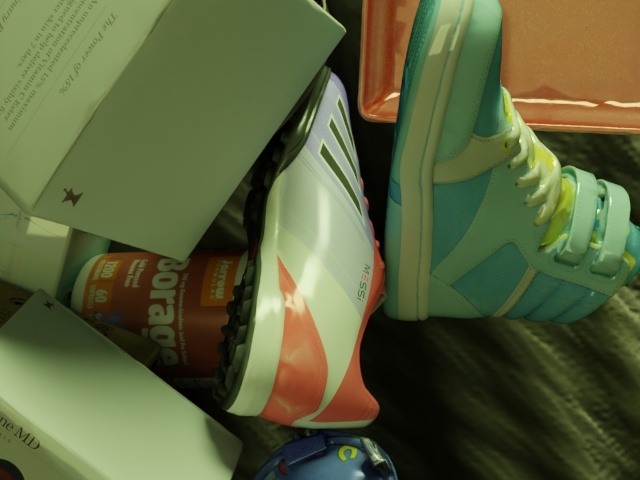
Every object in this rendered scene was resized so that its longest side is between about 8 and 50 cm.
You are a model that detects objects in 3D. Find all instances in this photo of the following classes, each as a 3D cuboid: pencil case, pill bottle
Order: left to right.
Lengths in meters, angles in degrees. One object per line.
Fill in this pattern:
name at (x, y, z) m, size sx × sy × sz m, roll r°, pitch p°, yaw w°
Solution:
pill bottle at (-0.095, 0.067, 0.910) m, size 0.216 × 0.121 × 0.121 m, roll -3°, pitch 100°, yaw 11°
pencil case at (0.033, 0.247, 0.839) m, size 0.120 × 0.306 × 0.133 m, roll -14°, pitch 57°, yaw 10°

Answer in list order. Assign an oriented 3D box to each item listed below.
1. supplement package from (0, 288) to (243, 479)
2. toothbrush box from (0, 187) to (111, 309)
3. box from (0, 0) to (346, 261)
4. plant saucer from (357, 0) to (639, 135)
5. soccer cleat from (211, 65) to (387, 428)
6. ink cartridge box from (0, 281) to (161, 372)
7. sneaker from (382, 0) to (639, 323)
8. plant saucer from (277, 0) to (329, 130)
supplement package at (-0.197, 0.185, 0.726) m, size 0.194 × 0.149 × 0.203 m, roll 38°, pitch 105°, yaw -6°
toothbrush box at (-0.320, 0.032, 0.943) m, size 0.217 × 0.126 × 0.295 m, roll 18°, pitch 104°, yaw 5°
box at (-0.191, -0.177, 0.779) m, size 0.345 × 0.168 × 0.215 m, roll 41°, pitch 99°, yaw 30°
plant saucer at (0.165, -0.220, 0.843) m, size 0.259 × 0.048 × 0.259 m, roll 4°, pitch 102°, yaw 10°
soccer cleat at (0.000, 0.000, 0.827) m, size 0.117 × 0.318 × 0.108 m, roll 17°, pitch 144°, yaw -12°
ink cartridge box at (-0.272, 0.137, 0.846) m, size 0.235 × 0.088 × 0.193 m, roll 20°, pitch 105°, yaw 1°
sneaker at (0.157, -0.056, 0.798) m, size 0.208 × 0.127 × 0.319 m, roll 6°, pitch 139°, yaw 4°
plant saucer at (-0.046, -0.128, 0.854) m, size 0.029 × 0.168 × 0.168 m, roll 38°, pitch 107°, yaw -26°
